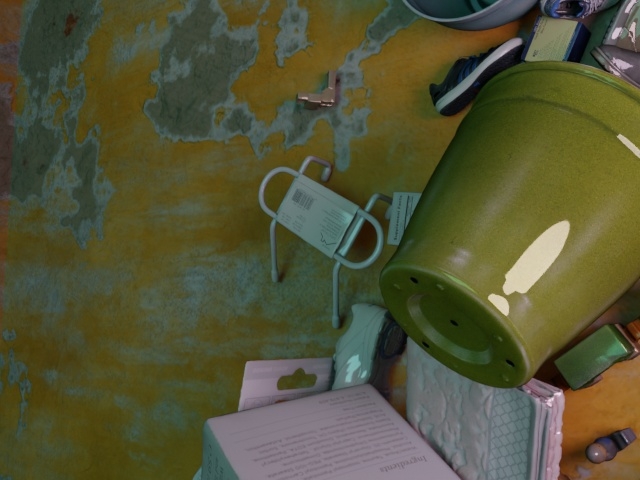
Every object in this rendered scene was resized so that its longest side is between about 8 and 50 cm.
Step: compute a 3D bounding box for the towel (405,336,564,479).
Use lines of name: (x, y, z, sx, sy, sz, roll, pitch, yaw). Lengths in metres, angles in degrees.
towel: (0.229, 0.337, 1.026, 0.317, 0.053, 0.332, 16, 107, 61)

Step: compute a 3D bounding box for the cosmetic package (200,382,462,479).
cosmetic package: (0.023, 0.485, 1.033, 0.393, 0.327, 0.330, 39, 127, 52)

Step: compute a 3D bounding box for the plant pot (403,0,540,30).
plant pot: (0.302, -0.502, 1.188, 0.292, 0.196, 0.293, -6, 81, 38)

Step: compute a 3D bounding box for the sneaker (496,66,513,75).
sneaker: (0.349, -0.202, 1.192, 0.226, 0.086, 0.163, -59, 46, 26)

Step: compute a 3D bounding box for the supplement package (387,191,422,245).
supplement package: (0.231, -0.031, 1.244, 0.179, 0.105, 0.105, 7, 91, 39)

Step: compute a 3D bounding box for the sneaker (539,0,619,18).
sneaker: (0.444, -0.397, 1.125, 0.135, 0.052, 0.058, -10, 36, 4)

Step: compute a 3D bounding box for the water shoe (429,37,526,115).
water shoe: (0.288, -0.325, 1.256, 0.203, 0.072, 0.080, -38, 61, 28)

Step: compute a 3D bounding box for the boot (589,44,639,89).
boot: (0.549, -0.314, 1.015, 0.209, 0.189, 0.076, -54, 13, 28)

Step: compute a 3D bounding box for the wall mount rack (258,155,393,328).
wall mount rack: (0.000, 0.000, 1.411, 0.350, 0.130, 0.304, 34, 100, 35)

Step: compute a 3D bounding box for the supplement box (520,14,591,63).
supplement box: (0.414, -0.341, 1.170, 0.083, 0.056, 0.083, 26, 100, 37)

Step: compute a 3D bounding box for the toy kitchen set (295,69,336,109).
toy kitchen set: (-0.013, -0.340, 1.498, 0.068, 0.083, 0.075, 158, 115, -78)

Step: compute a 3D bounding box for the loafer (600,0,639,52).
loafer: (0.541, -0.403, 1.072, 0.087, 0.094, 0.251, 25, 111, 12)

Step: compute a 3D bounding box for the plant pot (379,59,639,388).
plant pot: (0.274, 0.002, 0.941, 0.366, 0.367, 0.353, 25, 61, 37)

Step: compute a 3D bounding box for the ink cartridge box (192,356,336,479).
ink cartridge box: (-0.104, 0.411, 1.321, 0.091, 0.308, 0.386, 12, 92, 39)

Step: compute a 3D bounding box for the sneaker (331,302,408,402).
sneaker: (0.078, 0.265, 1.345, 0.129, 0.111, 0.297, 23, 92, 49)

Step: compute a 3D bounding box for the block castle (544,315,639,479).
block castle: (0.459, 0.264, 0.965, 0.453, 0.212, 0.303, -44, 61, 25)
